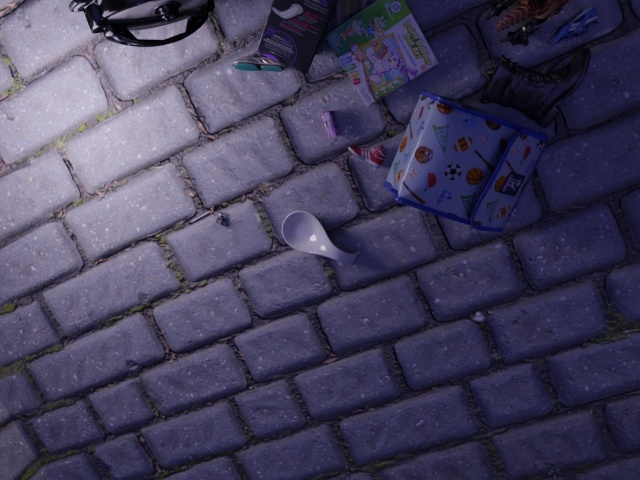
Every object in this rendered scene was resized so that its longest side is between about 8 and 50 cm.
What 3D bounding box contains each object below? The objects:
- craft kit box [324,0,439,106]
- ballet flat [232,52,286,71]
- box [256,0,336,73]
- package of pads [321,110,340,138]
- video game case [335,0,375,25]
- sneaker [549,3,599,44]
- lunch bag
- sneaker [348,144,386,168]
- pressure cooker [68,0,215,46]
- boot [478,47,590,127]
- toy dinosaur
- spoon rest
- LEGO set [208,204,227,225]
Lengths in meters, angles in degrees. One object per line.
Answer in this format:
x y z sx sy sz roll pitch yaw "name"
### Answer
0.179 -0.563 1.697 0.247 0.061 0.249 -30 111 15 "craft kit box"
-0.188 -0.557 1.802 0.168 0.057 0.052 6 80 5 "ballet flat"
-0.055 -0.645 1.638 0.165 0.143 0.270 22 132 -8 "box"
0.034 -0.364 1.811 0.032 0.050 0.083 -14 104 20 "package of pads"
0.137 -0.733 1.659 0.194 0.023 0.212 -3 118 3 "video game case"
0.708 -0.589 1.611 0.144 0.053 0.059 -37 99 20 "sneaker"
0.433 -0.220 1.689 0.386 0.239 0.327 18 109 -12 "lunch bag"
0.151 -0.283 1.817 0.119 0.042 0.067 28 114 -6 "sneaker"
-0.512 -0.761 1.625 0.370 0.375 0.420 -15 103 12 "pressure cooker"
0.606 -0.467 1.648 0.229 0.091 0.262 29 112 1 "boot"
0.563 -0.634 1.531 0.322 0.218 0.164 -13 89 -28 "toy dinosaur"
0.000 0.000 1.911 0.277 0.084 0.137 27 110 1 "spoon rest"
-0.351 -0.081 1.985 0.083 0.023 0.054 34 110 -1 "LEGO set"
